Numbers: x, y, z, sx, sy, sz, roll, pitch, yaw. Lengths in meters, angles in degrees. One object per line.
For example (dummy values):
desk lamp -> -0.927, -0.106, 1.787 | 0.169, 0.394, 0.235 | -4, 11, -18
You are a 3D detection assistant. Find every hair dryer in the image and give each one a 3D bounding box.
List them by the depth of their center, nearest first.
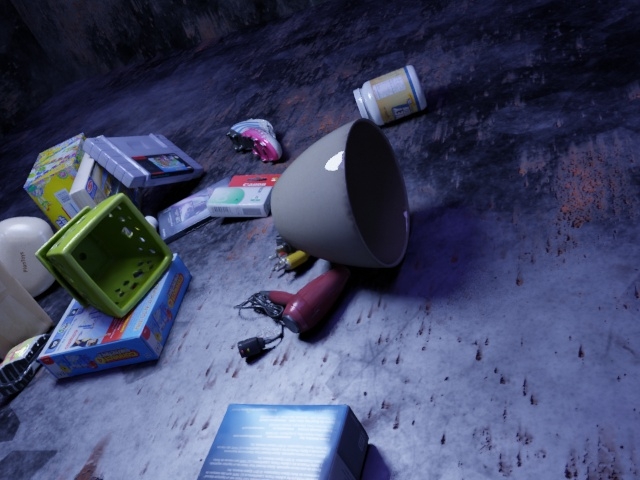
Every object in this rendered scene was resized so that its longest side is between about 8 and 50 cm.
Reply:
hair dryer -> -0.069, 0.129, 1.376 | 0.294, 0.080, 0.223 | -22, 33, 5

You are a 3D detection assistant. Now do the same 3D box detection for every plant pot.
plant pot -> -0.553, 0.040, 1.542 | 0.207, 0.228, 0.227 | -3, 40, 40

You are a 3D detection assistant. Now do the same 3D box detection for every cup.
cup -> 0.029, -0.087, 1.388 | 0.237, 0.331, 0.331 | -10, 36, 28

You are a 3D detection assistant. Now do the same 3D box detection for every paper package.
paper package -> -0.963, 0.152, 1.722 | 0.310, 0.324, 0.168 | 9, 47, 43

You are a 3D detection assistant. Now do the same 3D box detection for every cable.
cable -> 0.000, 0.000, 1.553 | 0.288, 0.072, 0.139 | -18, 23, -11

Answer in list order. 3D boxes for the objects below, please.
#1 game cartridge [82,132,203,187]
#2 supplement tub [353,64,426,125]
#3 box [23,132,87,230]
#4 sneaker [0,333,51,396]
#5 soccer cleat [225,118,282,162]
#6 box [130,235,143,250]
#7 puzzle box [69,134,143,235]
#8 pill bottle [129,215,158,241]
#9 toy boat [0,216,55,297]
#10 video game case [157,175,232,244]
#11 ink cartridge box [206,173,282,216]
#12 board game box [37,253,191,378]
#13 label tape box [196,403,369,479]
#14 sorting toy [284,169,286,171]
game cartridge -> -0.572, -0.270, 2.036 | 0.230, 0.068, 0.355 | 34, 24, 17
supplement tub -> 0.217, -0.446, 1.916 | 0.200, 0.144, 0.144 | -20, 34, 10
box -> -0.813, -0.162, 2.081 | 0.177, 0.289, 0.279 | -25, 33, 3
sneaker -> -0.792, 0.326, 1.595 | 0.094, 0.081, 0.208 | -4, 28, 31
soccer cleat -> -0.204, -0.363, 2.109 | 0.143, 0.116, 0.331 | -39, 35, -18
box -> -0.572, 0.052, 1.809 | 0.102, 0.087, 0.101 | -12, 36, 20
puzzle box -> -0.682, -0.147, 1.990 | 0.052, 0.272, 0.408 | -23, 34, 4
pill bottle -> -0.553, -0.023, 1.921 | 0.065, 0.065, 0.116 | -11, 35, 21
toy boat -> -0.848, 0.044, 1.920 | 0.319, 0.267, 0.148 | -2, 24, -22
video game case -> -0.387, -0.101, 1.955 | 0.274, 0.026, 0.196 | -28, 33, -2
ink cartridge box -> -0.222, -0.155, 1.864 | 0.181, 0.056, 0.224 | 0, 41, 15
board game box -> -0.520, 0.191, 1.586 | 0.302, 0.086, 0.308 | -13, 35, 18
label tape box -> -0.085, 0.423, 0.959 | 0.241, 0.105, 0.333 | -7, 39, 27
sorting toy -> 0.000, -0.200, 1.797 | 0.193, 0.038, 0.208 | -25, 28, 1
